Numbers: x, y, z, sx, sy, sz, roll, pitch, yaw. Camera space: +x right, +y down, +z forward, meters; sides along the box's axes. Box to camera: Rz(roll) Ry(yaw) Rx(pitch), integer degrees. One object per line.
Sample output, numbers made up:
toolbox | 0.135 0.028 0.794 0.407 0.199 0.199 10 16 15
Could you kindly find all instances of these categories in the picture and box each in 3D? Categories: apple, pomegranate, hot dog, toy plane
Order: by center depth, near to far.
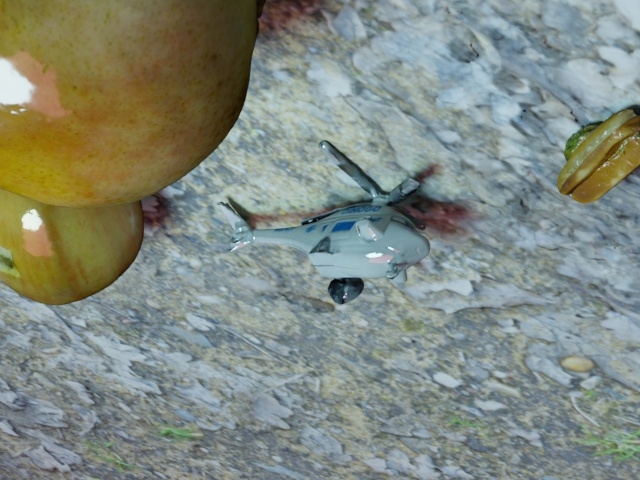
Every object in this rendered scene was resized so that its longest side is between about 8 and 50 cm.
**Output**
pomegranate | -0.186 -0.180 1.406 0.319 0.319 0.319 17 148 11
hot dog | 0.246 -0.077 1.490 0.056 0.041 0.133 24 145 -15
toy plane | -0.006 -0.008 1.702 0.273 0.107 0.182 13 142 26
apple | -0.278 -0.027 1.792 0.199 0.199 0.199 17 148 11
